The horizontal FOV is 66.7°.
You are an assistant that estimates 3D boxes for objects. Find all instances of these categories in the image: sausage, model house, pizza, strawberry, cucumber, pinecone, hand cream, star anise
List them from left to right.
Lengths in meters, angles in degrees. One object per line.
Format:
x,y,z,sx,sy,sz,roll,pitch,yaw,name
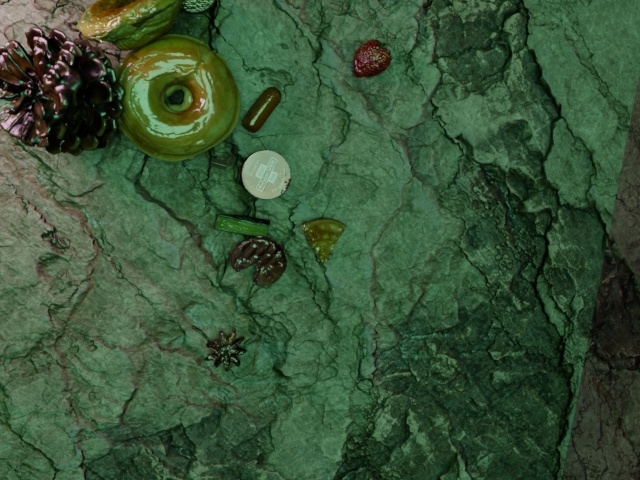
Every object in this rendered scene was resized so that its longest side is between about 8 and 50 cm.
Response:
-0.848,-0.461,1.534,0.398,0.398,0.397,-2,100,-13,pinecone
-0.415,0.444,1.973,0.234,0.073,0.177,7,89,-7,star anise
-0.376,-0.300,1.856,0.083,0.058,0.057,15,96,-16,model house
-0.307,-0.067,1.917,0.211,0.062,0.078,11,119,-10,cucumber
-0.222,-0.501,1.852,0.076,0.076,0.197,37,88,-17,sausage
-0.215,-0.253,1.870,0.193,0.125,0.193,-3,101,-13,hand cream
0.000,0.000,2.001,0.201,0.053,0.193,6,97,-26,pizza
0.198,-0.707,1.893,0.148,0.131,0.131,-35,106,-14,strawberry

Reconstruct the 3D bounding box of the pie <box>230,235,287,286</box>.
-0.241,0.082,1.938,0.204,0.054,0.218,-35,113,7,pie

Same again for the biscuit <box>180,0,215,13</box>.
-0.462,-0.912,1.746,0.188,0.027,0.187,-2,99,-14,biscuit

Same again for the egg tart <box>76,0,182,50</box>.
-0.591,-0.748,1.613,0.340,0.351,0.153,-7,134,14,egg tart

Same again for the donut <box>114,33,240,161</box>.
-0.508,-0.498,1.720,0.449,0.198,0.448,-3,102,-14,donut
